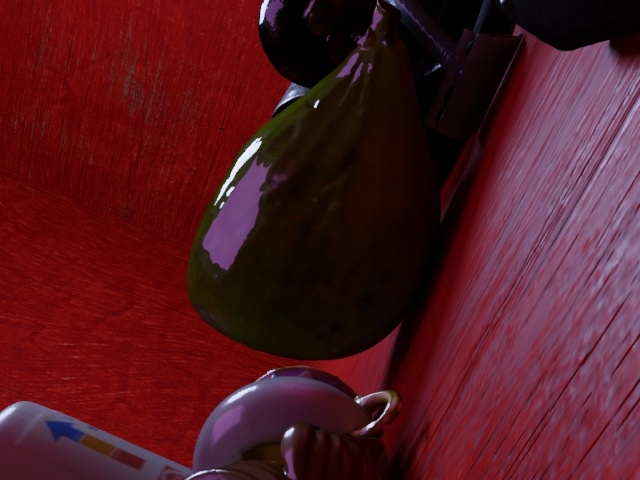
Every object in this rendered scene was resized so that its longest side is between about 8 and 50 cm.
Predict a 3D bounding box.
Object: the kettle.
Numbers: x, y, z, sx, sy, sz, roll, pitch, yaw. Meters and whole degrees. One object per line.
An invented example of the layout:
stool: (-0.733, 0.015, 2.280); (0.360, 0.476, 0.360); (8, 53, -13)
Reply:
kettle: (0.095, -0.225, 1.111); (0.262, 0.203, 0.308); (107, -174, -62)

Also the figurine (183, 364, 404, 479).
figurine: (-0.025, 0.175, 0.599); (0.189, 0.142, 0.263); (-45, 7, 15)

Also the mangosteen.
mangosteen: (0.009, -0.206, 0.940); (0.140, 0.140, 0.140); (-159, 90, -90)

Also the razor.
razor: (0.102, -0.212, 0.942); (0.232, 0.068, 0.106); (60, 141, 39)

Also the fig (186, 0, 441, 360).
fig: (0.013, -0.028, 0.879); (0.314, 0.233, 0.233); (-55, 9, 39)

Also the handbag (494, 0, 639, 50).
handbag: (0.152, -0.206, 0.413); (0.223, 0.080, 0.247); (-75, 6, -82)

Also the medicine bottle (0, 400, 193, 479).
medicine bottle: (-0.139, 0.251, 0.736); (0.170, 0.292, 0.170); (22, -90, -89)
